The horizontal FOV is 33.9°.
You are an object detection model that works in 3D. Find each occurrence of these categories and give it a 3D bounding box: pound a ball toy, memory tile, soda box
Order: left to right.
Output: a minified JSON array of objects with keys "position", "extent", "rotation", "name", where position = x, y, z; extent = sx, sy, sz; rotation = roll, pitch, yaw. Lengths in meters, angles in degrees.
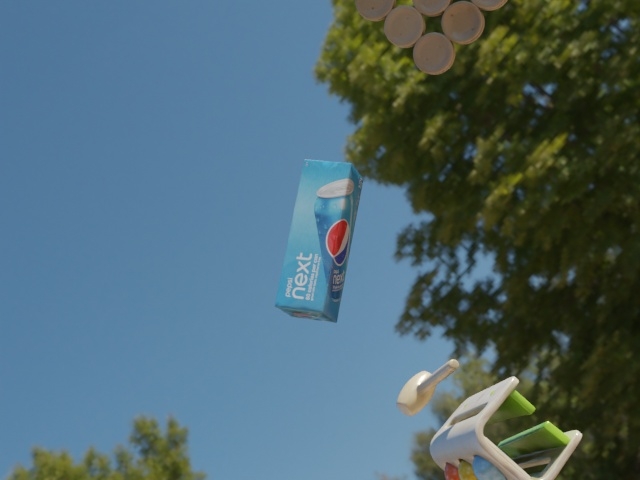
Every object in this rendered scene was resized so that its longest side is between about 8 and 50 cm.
[{"position":[0.000,0.000,1.421],"extent":[0.067,0.071,0.210],"rotation":[42,-123,-67],"name":"soda box"},{"position":[0.111,-0.231,0.924],"extent":[0.148,0.113,0.012],"rotation":[-49,-12,14],"name":"memory tile"},{"position":[0.216,0.282,1.539],"extent":[0.136,0.208,0.319],"rotation":[-48,-4,-17],"name":"pound a ball toy"}]
